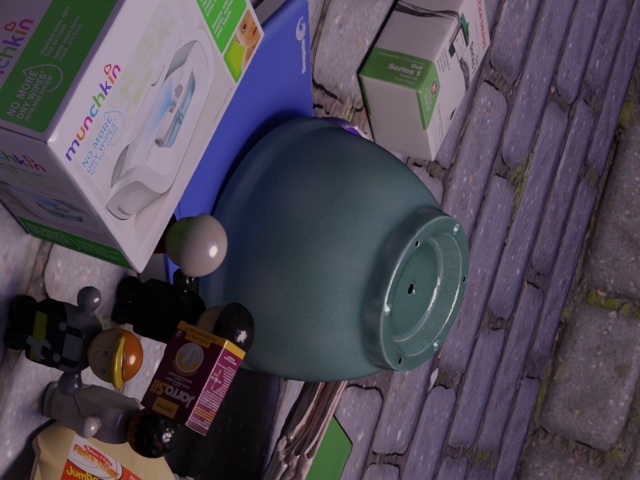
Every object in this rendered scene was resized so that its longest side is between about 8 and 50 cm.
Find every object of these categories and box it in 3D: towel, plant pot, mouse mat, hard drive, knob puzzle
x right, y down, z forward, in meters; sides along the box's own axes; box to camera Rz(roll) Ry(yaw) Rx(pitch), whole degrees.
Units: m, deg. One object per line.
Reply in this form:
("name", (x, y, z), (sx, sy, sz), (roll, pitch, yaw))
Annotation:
("towel", (-0.050, 0.291, 1.796), (0.317, 0.053, 0.332), (-61, 175, -62))
("plant pot", (0.037, 0.030, 1.625), (0.293, 0.196, 0.293), (-33, 132, -46))
("mouse mat", (-0.003, 0.358, 2.192), (0.153, 0.007, 0.190), (63, 46, -60))
("hard drive", (-0.098, -0.105, 1.588), (0.319, 0.040, 0.210), (-51, 149, -44))
("knob puzzle", (-0.207, 0.247, 1.458), (0.030, 0.213, 0.213), (-37, 178, 31))

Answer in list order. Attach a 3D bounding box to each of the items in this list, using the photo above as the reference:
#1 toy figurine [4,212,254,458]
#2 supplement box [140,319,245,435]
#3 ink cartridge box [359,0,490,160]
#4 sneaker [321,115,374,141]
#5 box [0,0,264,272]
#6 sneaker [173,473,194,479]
("toy figurine", (-0.169, 0.083, 1.400), (0.209, 0.148, 0.213), (-59, 154, -34))
("supplement box", (-0.113, 0.121, 1.324), (0.083, 0.055, 0.043), (-65, 152, -10))
("ink cartridge box", (0.144, -0.244, 2.011), (0.219, 0.092, 0.160), (-63, 156, -25))
("sneaker", (0.001, 0.001, 1.821), (0.146, 0.102, 0.293), (-42, 142, -53))
("box", (-0.179, -0.148, 1.252), (0.262, 0.126, 0.231), (-64, 158, -21))
("sneaker", (-0.189, 0.305, 1.562), (0.235, 0.090, 0.095), (5, 113, -46))
